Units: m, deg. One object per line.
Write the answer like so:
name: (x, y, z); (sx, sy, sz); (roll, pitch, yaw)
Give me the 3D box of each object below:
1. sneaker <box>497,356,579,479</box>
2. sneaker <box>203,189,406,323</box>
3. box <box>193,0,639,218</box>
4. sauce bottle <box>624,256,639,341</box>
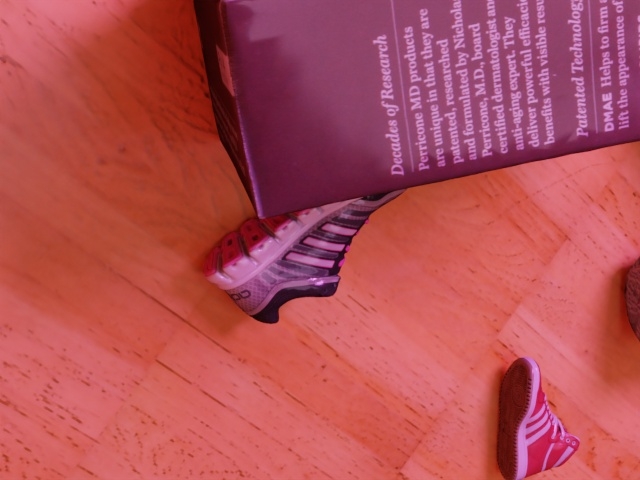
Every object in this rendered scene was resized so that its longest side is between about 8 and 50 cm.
sneaker: (0.193, 0.151, 0.973); (0.067, 0.042, 0.119); (-7, 115, -22)
sneaker: (0.000, 0.000, 0.819); (0.170, 0.063, 0.075); (-35, 117, -10)
box: (0.119, -0.136, 0.714); (0.381, 0.191, 0.143); (-10, 111, -8)
sauce bottle: (0.442, 0.021, 1.032); (0.344, 0.111, 0.111); (-15, 111, -26)
